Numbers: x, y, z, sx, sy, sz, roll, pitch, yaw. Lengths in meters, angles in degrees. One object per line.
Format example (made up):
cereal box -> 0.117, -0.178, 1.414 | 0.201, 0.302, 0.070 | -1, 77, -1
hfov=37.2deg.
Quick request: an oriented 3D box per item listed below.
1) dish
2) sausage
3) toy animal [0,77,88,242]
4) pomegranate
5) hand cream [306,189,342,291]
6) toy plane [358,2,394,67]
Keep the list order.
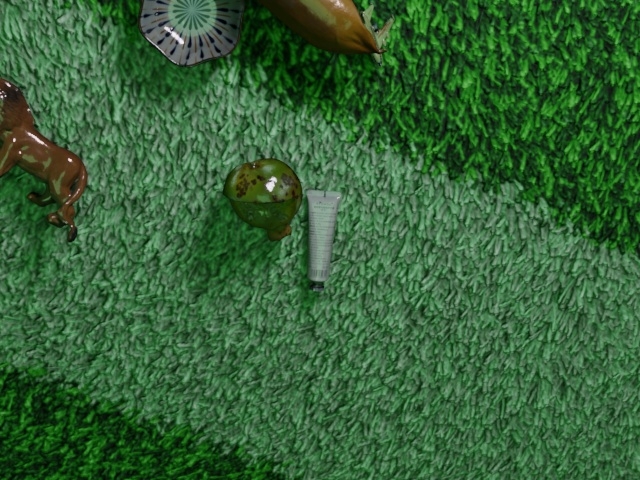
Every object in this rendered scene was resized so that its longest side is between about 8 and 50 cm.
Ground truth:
dish -> -0.223, -0.399, 1.659 | 0.190, 0.066, 0.191 | -1, 107, -4
sausage -> -0.024, -0.413, 1.635 | 0.328, 0.112, 0.112 | 39, 101, -8
toy animal -> -0.521, -0.157, 1.707 | 0.312, 0.097, 0.157 | 39, 95, -15
pomegranate -> -0.096, -0.085, 1.741 | 0.143, 0.122, 0.169 | -8, 148, 28
hand cream -> 0.000, 0.000, 1.812 | 0.067, 0.042, 0.195 | 5, 102, 3
toy plane -> 0.089, -0.363, 1.700 | 0.102, 0.040, 0.111 | -19, 109, 7
